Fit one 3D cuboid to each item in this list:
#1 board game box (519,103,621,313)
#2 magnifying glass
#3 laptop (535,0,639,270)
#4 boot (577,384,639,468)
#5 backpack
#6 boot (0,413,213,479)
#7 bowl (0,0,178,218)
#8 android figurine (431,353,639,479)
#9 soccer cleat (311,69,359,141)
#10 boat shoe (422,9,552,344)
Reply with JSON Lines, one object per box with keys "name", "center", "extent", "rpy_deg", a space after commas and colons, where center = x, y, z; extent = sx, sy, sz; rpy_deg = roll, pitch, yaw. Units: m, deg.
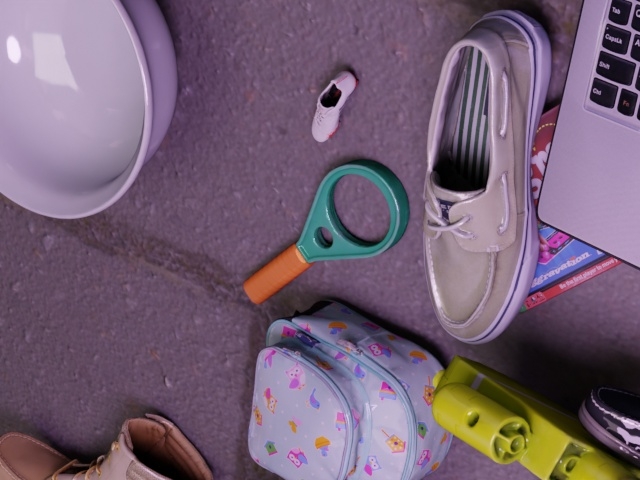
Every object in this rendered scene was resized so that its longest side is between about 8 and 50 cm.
{"name": "board game box", "center": [0.236, -0.053, 1.415], "extent": [0.281, 0.027, 0.145], "rpy_deg": [-32, 88, 43]}
{"name": "magnifying glass", "center": [0.000, 0.000, 1.627], "extent": [0.231, 0.026, 0.092], "rpy_deg": [-38, 85, 43]}
{"name": "laptop", "center": [0.266, -0.123, 1.156], "extent": [0.382, 0.236, 0.408], "rpy_deg": [29, 117, 41]}
{"name": "boot", "center": [0.343, 0.116, 1.339], "extent": [0.236, 0.085, 0.179], "rpy_deg": [20, 114, 7]}
{"name": "backpack", "center": [0.028, 0.163, 1.603], "extent": [0.188, 0.144, 0.166], "rpy_deg": [21, 116, 26]}
{"name": "boot", "center": [-0.253, 0.259, 1.892], "extent": [0.262, 0.095, 0.203], "rpy_deg": [36, 130, 12]}
{"name": "bowl", "center": [-0.243, -0.180, 1.662], "extent": [0.297, 0.134, 0.298], "rpy_deg": [16, 118, 32]}
{"name": "android figurine", "center": [0.199, 0.176, 1.428], "extent": [0.273, 0.248, 0.056], "rpy_deg": [32, 94, 51]}
{"name": "soccer cleat", "center": [0.007, -0.123, 1.556], "extent": [0.029, 0.035, 0.083], "rpy_deg": [43, 130, 15]}
{"name": "boat shoe", "center": [0.125, -0.046, 1.422], "extent": [0.109, 0.094, 0.302], "rpy_deg": [19, 117, 34]}
